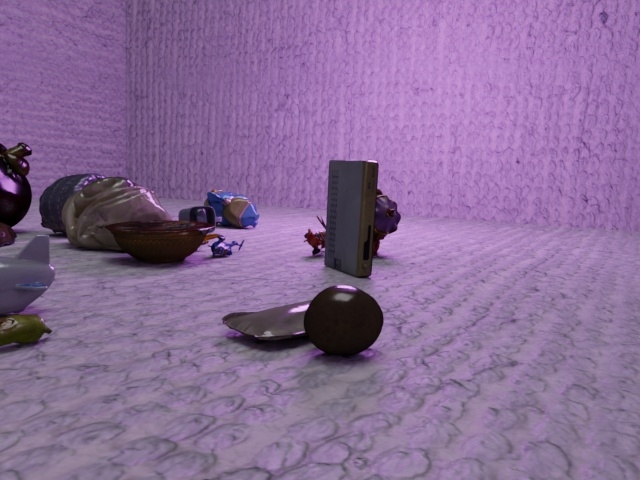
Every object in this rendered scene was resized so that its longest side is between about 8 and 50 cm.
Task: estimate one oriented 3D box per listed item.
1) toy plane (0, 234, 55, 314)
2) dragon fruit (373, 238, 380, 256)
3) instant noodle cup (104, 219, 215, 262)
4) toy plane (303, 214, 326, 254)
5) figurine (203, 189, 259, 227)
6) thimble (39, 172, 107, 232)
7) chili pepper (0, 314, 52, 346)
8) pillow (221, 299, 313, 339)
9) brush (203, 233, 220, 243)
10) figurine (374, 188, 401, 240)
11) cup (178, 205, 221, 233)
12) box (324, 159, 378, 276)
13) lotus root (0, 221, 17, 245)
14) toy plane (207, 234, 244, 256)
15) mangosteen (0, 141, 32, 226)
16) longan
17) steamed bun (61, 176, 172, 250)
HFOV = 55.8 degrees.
[{"bbox_3d":[-0.543,0.061,0.910,0.266,0.123,0.267,-1,8,0],"label":"toy plane"},{"bbox_3d":[0.106,0.014,1.709,0.126,0.068,0.112,1,5,-14],"label":"dragon fruit"},{"bbox_3d":[-0.403,0.004,1.527,0.273,0.091,0.274,1,7,0],"label":"instant noodle cup"},{"bbox_3d":[-0.003,-0.007,1.736,0.077,0.126,0.194,-25,7,4],"label":"toy plane"},{"bbox_3d":[-0.349,-0.114,2.417,0.261,0.154,0.180,23,4,18],"label":"figurine"},{"bbox_3d":[-0.790,-0.112,1.981,0.172,0.205,0.236,0,30,23],"label":"thimble"},{"bbox_3d":[-0.445,0.121,0.760,0.208,0.043,0.049,-3,21,-35],"label":"chili pepper"},{"bbox_3d":[-0.025,0.119,0.911,0.232,0.038,0.130,-4,12,-38],"label":"pillow"},{"bbox_3d":[-0.385,-0.006,1.947,0.103,0.014,0.272,4,6,11],"label":"brush"},{"bbox_3d":[0.132,-0.060,1.786,0.142,0.189,0.263,-48,5,-28],"label":"figurine"},{"bbox_3d":[-0.416,-0.072,2.101,0.128,0.095,0.129,-5,4,-33],"label":"cup"},{"bbox_3d":[0.071,-0.059,1.452,0.045,0.271,0.210,0,6,-25],"label":"box"},{"bbox_3d":[-0.947,-0.024,1.663,0.166,0.078,0.329,3,7,-4],"label":"lotus root"},{"bbox_3d":[-0.256,0.019,1.663,0.062,0.054,0.167,29,13,9],"label":"toy plane"},{"bbox_3d":[-1.074,-0.172,1.942,0.293,0.297,0.297,-28,1,11],"label":"mangosteen"},{"bbox_3d":[0.031,0.109,0.810,0.113,0.092,0.113,-11,-34,-7],"label":"longan"},{"bbox_3d":[-0.582,-0.081,1.730,0.319,0.207,0.275,-2,9,-5],"label":"steamed bun"}]
